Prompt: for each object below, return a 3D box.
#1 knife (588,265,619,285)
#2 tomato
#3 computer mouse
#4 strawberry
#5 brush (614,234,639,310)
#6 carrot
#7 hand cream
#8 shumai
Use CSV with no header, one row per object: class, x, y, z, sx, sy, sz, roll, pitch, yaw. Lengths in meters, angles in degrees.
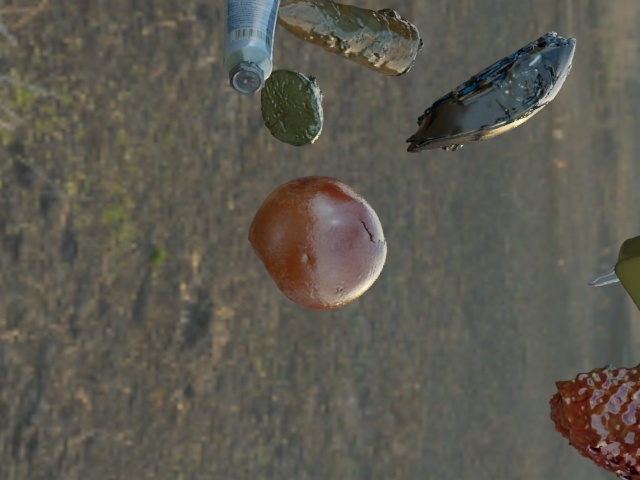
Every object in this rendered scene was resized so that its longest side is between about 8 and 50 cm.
knife,0.445,0.026,1.833,0.244,0.058,0.032,-27,117,-52
tomato,0.000,0.000,1.978,0.208,0.184,0.208,56,0,-1
computer mouse,0.209,-0.166,1.577,0.077,0.242,0.146,60,15,3
strawberry,0.353,0.192,1.187,0.106,0.286,0.188,-89,-176,-48
brush,0.462,0.026,1.565,0.123,0.197,0.059,51,33,-23
carrot,0.029,-0.319,1.999,0.263,0.102,0.101,10,77,-36
hand cream,-0.085,-0.279,1.646,0.271,0.091,0.058,-91,-164,-47
shumai,-0.034,-0.211,2.039,0.087,0.099,0.123,-36,118,-61
